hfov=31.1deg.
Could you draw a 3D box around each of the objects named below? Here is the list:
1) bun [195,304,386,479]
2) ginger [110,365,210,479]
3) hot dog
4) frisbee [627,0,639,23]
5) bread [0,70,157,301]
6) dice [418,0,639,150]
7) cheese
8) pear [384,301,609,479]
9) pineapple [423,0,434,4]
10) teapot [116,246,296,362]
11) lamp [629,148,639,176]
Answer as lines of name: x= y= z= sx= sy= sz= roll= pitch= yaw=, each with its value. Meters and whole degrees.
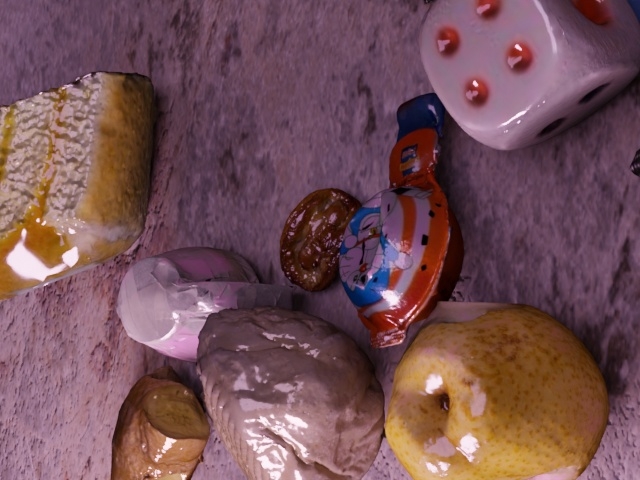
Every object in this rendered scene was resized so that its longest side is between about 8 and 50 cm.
bun: x=-0.029 y=0.201 z=1.461 sx=0.205 sy=0.281 sz=0.281 roll=-29 pitch=69 yaw=-13
ginger: x=-0.239 y=0.310 z=1.616 sx=0.270 sy=0.123 sz=0.219 roll=-66 pitch=30 yaw=26
hot dog: x=0.000 y=-0.001 z=1.558 sx=0.099 sy=0.065 sz=0.147 roll=37 pitch=101 yaw=19
frisbee: x=0.407 y=-0.356 z=1.379 sx=0.289 sy=0.049 sz=0.289 roll=1 pitch=92 yaw=33
bread: x=-0.393 y=-0.062 z=1.682 sx=0.395 sy=0.239 sz=0.264 roll=-19 pitch=81 yaw=24
dice: x=0.246 y=-0.229 z=1.350 sx=0.192 sy=0.194 sz=0.193 roll=-41 pitch=74 yaw=39
cheese: x=0.108 y=-0.025 z=1.454 sx=0.217 sy=0.129 sz=0.329 roll=-18 pitch=58 yaw=59
pear: x=0.198 y=0.193 z=1.330 sx=0.271 sy=0.271 sz=0.271 roll=-3 pitch=84 yaw=28
pineapple: x=0.157 y=-0.429 z=1.500 sx=0.125 sy=0.125 sz=0.251 roll=37 pitch=113 yaw=26
teapot: x=-0.166 y=0.098 z=1.564 sx=0.221 sy=0.178 sz=0.163 roll=25 pitch=99 yaw=33
lamp: x=0.478 y=-0.131 z=1.246 sx=0.314 sy=0.182 sz=0.182 roll=-22 pitch=75 yaw=25
